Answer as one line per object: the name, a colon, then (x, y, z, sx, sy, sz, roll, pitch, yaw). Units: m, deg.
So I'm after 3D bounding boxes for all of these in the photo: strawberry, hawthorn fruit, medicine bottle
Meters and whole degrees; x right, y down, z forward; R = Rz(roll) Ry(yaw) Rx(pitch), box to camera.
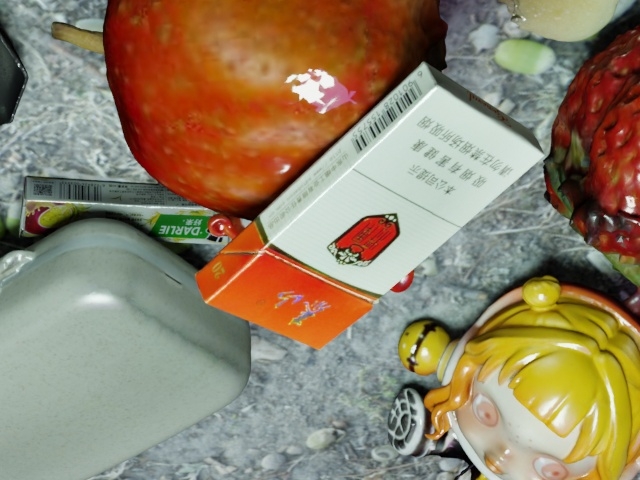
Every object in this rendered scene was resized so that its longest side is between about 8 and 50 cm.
strawberry: (0.338, -0.092, 1.425, 0.238, 0.250, 0.288, 37, 93, -27)
hawthorn fruit: (-0.060, -0.148, 1.304, 0.330, 0.287, 0.287, 7, 135, 12)
medicine bottle: (-0.265, 0.130, 1.592, 0.375, 0.123, 0.282, -29, 137, 25)

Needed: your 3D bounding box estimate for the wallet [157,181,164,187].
wallet: (-0.035, -0.108, 1.488, 0.244, 0.025, 0.124, -9, 134, -1)

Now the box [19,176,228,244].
box: (-0.174, -0.026, 1.535, 0.207, 0.041, 0.050, 2, 130, -11)

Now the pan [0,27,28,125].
pan: (-0.329, -0.171, 1.367, 0.128, 0.048, 0.202, -20, 134, 9)

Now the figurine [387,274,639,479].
figurine: (0.230, 0.169, 1.675, 0.320, 0.196, 0.323, 41, 138, 8)

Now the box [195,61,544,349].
box: (0.036, -0.019, 1.225, 0.245, 0.035, 0.139, -42, 138, 20)

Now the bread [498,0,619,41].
bread: (0.188, -0.269, 1.359, 0.251, 0.039, 0.182, 31, 123, -31)

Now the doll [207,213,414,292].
doll: (0.000, 0.000, 1.544, 0.245, 0.076, 0.142, 7, 129, -39)
